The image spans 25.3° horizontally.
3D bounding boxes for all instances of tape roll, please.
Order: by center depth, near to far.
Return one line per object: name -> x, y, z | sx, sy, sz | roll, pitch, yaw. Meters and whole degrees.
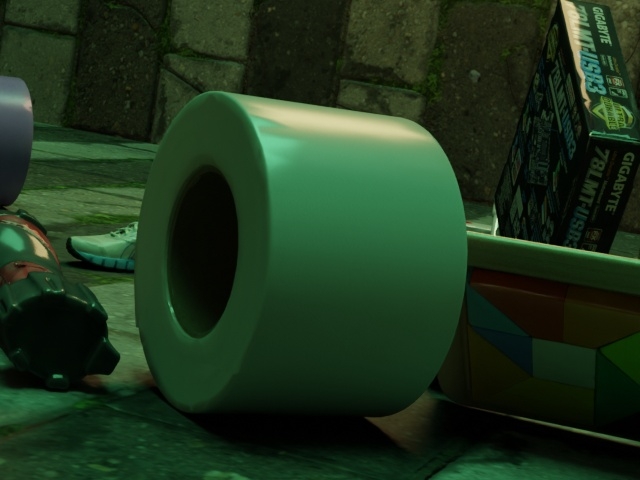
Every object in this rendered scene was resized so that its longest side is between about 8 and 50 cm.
tape roll -> -0.022, 0.014, 1.109 | 0.169, 0.246, 0.246 | 5, 8, -29
tape roll -> -0.480, -0.145, 2.045 | 0.080, 0.189, 0.189 | 4, 8, -31

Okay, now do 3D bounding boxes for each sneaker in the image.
sneaker -> -0.209, -0.005, 1.700 | 0.191, 0.083, 0.071 | 4, 10, -28

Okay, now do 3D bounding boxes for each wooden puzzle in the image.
wooden puzzle -> 0.195, 0.088, 1.138 | 0.239, 0.221, 0.044 | 14, 51, 21

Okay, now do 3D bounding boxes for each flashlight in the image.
flashlight -> -0.254, 0.041, 1.203 | 0.103, 0.103, 0.304 | -20, 16, -14

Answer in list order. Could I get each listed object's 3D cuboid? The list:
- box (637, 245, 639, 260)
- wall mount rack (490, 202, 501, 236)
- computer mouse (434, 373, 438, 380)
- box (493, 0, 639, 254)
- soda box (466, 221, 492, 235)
box -> 0.362, 0.048, 1.341 | 0.117, 0.243, 0.213 | 10, 6, 7
wall mount rack -> 0.136, 0.001, 1.901 | 0.350, 0.130, 0.304 | 10, 7, 4
computer mouse -> 0.118, 0.095, 1.394 | 0.041, 0.071, 0.242 | 17, 2, -5
box -> 0.274, -0.075, 1.606 | 0.073, 0.293, 0.295 | 9, 37, -7
soda box -> 0.171, 0.000, 2.182 | 0.216, 0.074, 0.069 | 10, 7, 8
